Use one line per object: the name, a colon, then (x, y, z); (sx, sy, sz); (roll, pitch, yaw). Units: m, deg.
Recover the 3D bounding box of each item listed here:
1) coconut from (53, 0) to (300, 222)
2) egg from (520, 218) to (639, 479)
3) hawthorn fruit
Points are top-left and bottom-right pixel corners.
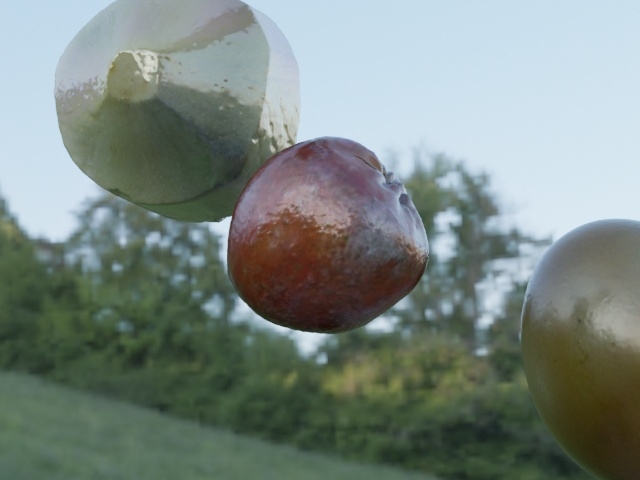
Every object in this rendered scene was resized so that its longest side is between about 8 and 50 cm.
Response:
coconut: (-0.148, -0.141, 1.470); (0.259, 0.259, 0.259); (-4, -12, -1)
egg: (0.389, 0.141, 1.727); (0.282, 0.351, 0.282); (-24, -16, -7)
hawthorn fruit: (0.000, 0.000, 1.196); (0.173, 0.173, 0.173); (-4, -12, -1)
